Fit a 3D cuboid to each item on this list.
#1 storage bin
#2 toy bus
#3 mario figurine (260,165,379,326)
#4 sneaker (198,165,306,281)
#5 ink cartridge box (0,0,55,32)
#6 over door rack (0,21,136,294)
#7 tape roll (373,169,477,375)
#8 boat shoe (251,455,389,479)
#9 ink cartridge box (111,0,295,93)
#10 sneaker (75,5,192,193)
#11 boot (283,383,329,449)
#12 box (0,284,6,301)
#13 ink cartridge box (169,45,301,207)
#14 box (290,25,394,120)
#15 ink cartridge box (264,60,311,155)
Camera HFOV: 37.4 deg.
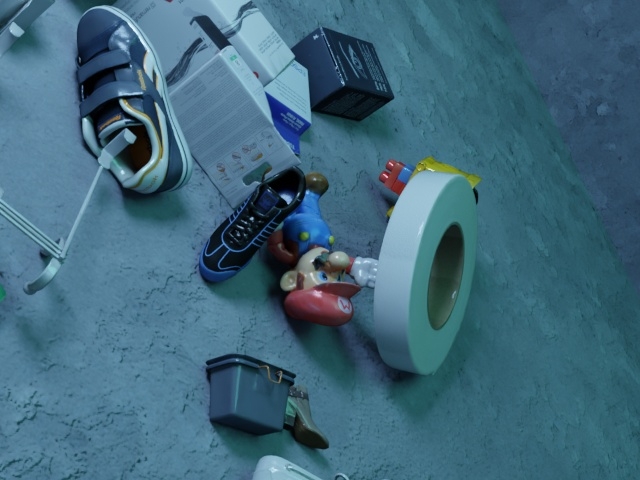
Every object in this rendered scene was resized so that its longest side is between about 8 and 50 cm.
[{"bbox_3d":[-0.102,0.234,1.420,0.135,0.098,0.091,27,54,-40],"label":"storage bin"},{"bbox_3d":[0.215,-0.076,2.043,0.211,0.220,0.149,29,19,8],"label":"toy bus"},{"bbox_3d":[0.000,0.000,1.654,0.170,0.198,0.320,84,-10,-58],"label":"mario figurine"},{"bbox_3d":[-0.110,-0.034,1.532,0.081,0.090,0.232,39,67,9],"label":"sneaker"},{"bbox_3d":[-0.472,-0.384,1.414,0.090,0.092,0.143,-9,73,-57],"label":"ink cartridge box"},{"bbox_3d":[-0.406,-0.105,1.259,0.239,0.108,0.324,44,35,-24],"label":"over door rack"},{"bbox_3d":[0.206,0.063,1.791,0.392,0.072,0.392,-35,129,-58],"label":"tape roll"},{"bbox_3d":[0.043,0.422,1.437,0.367,0.136,0.156,30,38,-23],"label":"boat shoe"},{"bbox_3d":[-0.208,-0.354,1.650,0.273,0.197,0.114,49,35,-14],"label":"ink cartridge box"},{"bbox_3d":[-0.310,-0.224,1.472,0.321,0.126,0.127,64,27,4],"label":"sneaker"},{"bbox_3d":[-0.029,0.276,1.525,0.118,0.042,0.087,38,36,-30],"label":"boot"},{"bbox_3d":[-0.468,0.036,1.123,0.179,0.043,0.105,46,34,-15],"label":"box"},{"bbox_3d":[-0.150,-0.190,1.610,0.225,0.181,0.056,52,36,-11],"label":"ink cartridge box"},{"bbox_3d":[0.046,-0.365,2.089,0.207,0.108,0.153,3,62,-52],"label":"box"},{"bbox_3d":[-0.108,-0.310,1.892,0.223,0.045,0.224,30,43,-38],"label":"ink cartridge box"}]
